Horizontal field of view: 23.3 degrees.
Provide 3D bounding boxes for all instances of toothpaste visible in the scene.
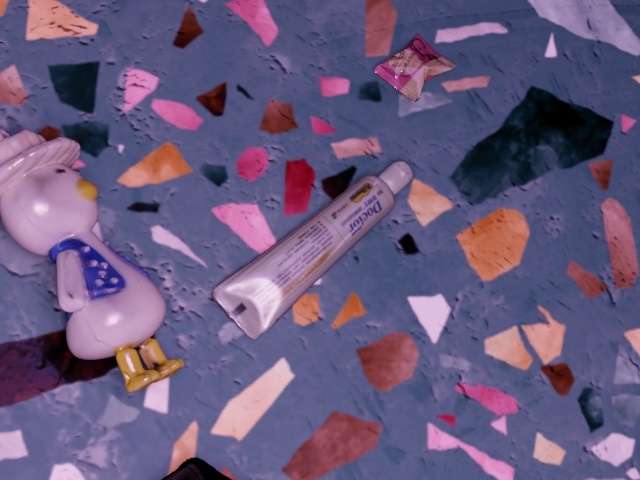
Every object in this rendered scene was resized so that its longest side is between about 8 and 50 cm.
[{"bbox_3d":[0.000,0.000,1.586,0.255,0.037,0.067,-41,89,-21],"label":"toothpaste"}]

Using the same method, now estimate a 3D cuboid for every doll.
[{"bbox_3d":[-0.232,0.012,1.479,0.293,0.119,0.138,56,24,9],"label":"doll"}]

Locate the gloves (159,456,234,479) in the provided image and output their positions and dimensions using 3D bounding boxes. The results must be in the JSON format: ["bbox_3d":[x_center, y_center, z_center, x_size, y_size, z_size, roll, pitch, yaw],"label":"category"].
[{"bbox_3d":[-0.152,0.320,1.340,0.197,0.152,0.301,27,31,34],"label":"gloves"}]

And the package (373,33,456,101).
[{"bbox_3d":[0.105,-0.190,1.690,0.059,0.029,0.083,40,55,11],"label":"package"}]
